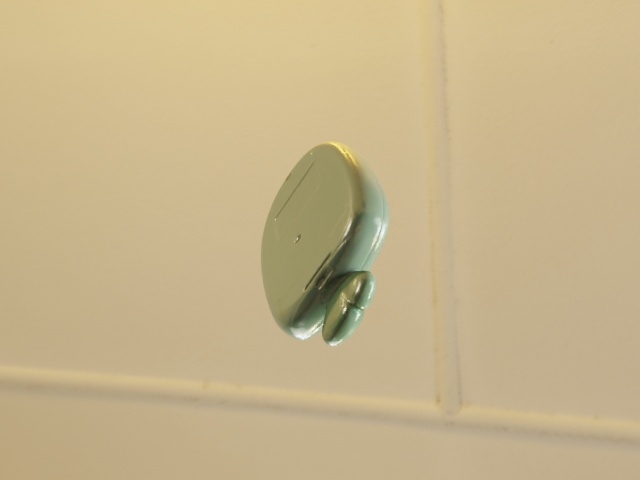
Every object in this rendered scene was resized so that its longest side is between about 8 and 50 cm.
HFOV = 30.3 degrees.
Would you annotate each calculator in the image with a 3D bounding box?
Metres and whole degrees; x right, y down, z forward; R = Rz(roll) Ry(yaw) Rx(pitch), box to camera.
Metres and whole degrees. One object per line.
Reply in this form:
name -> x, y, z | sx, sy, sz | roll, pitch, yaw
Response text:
calculator -> 0.000, 0.000, 0.637 | 0.021, 0.153, 0.095 | 27, -68, -23
